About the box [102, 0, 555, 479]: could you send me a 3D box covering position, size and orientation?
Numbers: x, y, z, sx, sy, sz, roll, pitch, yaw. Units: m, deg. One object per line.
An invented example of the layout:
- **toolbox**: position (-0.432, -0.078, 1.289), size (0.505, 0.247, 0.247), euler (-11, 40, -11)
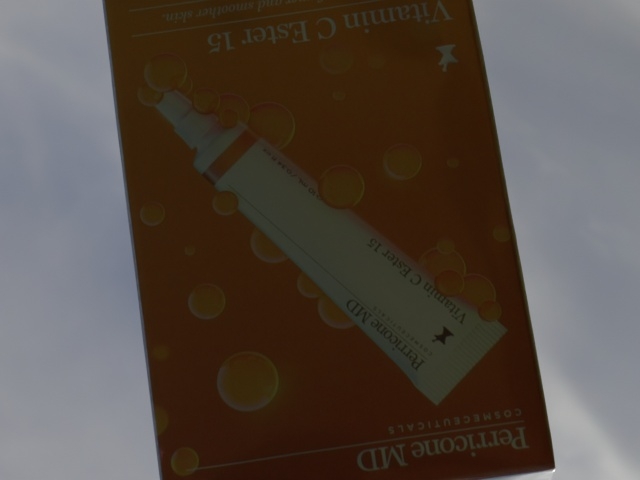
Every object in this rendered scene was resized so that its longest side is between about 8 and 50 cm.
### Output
- **box**: position (0.000, 0.000, 1.144), size (0.168, 0.215, 0.345), euler (84, 177, -72)
